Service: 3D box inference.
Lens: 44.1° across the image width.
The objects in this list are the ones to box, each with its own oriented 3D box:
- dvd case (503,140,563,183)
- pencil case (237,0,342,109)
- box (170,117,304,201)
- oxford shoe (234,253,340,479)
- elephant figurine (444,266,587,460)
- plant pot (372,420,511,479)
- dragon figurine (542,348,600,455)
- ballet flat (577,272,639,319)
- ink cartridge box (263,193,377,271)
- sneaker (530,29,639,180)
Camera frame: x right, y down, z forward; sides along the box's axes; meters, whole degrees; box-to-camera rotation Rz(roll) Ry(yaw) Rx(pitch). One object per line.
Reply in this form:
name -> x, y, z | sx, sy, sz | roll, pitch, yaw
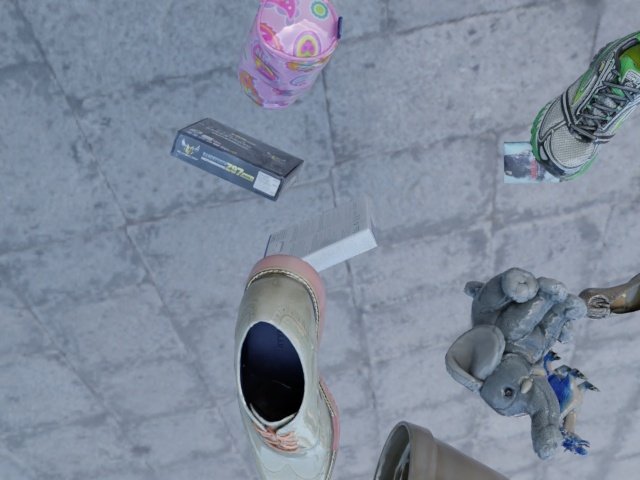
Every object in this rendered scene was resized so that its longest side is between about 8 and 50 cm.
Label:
dvd case -> 0.439, -0.162, 1.633 | 0.119, 0.087, 0.013 | 0, -169, 14
pencil case -> -0.051, -0.279, 1.150 | 0.124, 0.124, 0.284 | -5, 176, -11
box -> -0.163, -0.168, 1.596 | 0.232, 0.183, 0.059 | 25, 109, 4
oxford shoe -> -0.059, 0.222, 1.035 | 0.140, 0.146, 0.397 | 0, 117, 13
elephant figurine -> 0.262, 0.170, 1.108 | 0.169, 0.240, 0.186 | 22, 162, 6
plant pot -> 0.282, 0.604, 1.797 | 0.280, 0.323, 0.323 | 16, 138, -4
dragon figurine -> 0.442, 0.298, 1.542 | 0.144, 0.289, 0.085 | -47, 117, 2
ballet flat -> 0.592, 0.108, 1.499 | 0.249, 0.058, 0.084 | -8, 110, -27
ink cartridge box -> 0.000, 0.000, 1.530 | 0.223, 0.223, 0.045 | -22, 108, 10
sneaker -> 0.503, -0.257, 1.421 | 0.134, 0.344, 0.146 | 37, 169, -1
